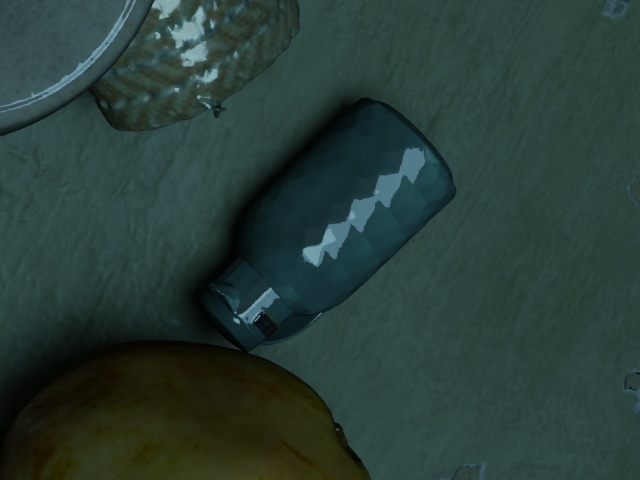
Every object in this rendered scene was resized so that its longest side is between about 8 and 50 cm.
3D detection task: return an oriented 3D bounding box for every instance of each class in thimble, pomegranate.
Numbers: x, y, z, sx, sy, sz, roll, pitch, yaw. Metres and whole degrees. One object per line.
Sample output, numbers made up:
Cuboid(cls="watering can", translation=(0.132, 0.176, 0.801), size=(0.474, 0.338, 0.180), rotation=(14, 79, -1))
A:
Cuboid(cls="thimble", translation=(-0.136, -0.214, 1.734), size=(0.229, 0.196, 0.148), rotation=(-50, 126, -41))
Cuboid(cls="pomegranate", translation=(-0.147, 0.285, 1.749), size=(0.411, 0.411, 0.411), rotation=(-7, 106, -24))

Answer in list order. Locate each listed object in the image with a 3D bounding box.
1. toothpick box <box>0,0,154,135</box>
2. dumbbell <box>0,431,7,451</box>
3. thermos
Cuboid(cls="toothpick box", translation=(-0.352, -0.307, 1.473), size=(0.409, 0.425, 0.409), rotation=(-19, 127, -27))
Cuboid(cls="dumbbell", translation=(-0.326, 0.254, 1.842), size=(0.052, 0.046, 0.118), rotation=(-13, 109, -17))
Cuboid(cls="thermos", translation=(0.000, 0.000, 1.890), size=(0.286, 0.145, 0.182), rotation=(-44, 150, -7))
